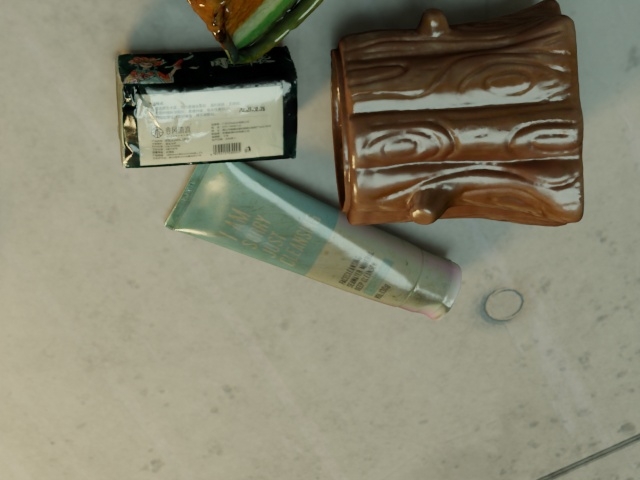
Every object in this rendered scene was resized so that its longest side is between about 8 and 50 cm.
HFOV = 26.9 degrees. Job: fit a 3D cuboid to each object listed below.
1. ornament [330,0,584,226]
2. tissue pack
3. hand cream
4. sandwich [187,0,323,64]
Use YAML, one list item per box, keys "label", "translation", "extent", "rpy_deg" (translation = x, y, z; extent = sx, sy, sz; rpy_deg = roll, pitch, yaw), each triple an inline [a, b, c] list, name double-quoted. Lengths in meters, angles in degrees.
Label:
- label: "ornament"
  translation: [0.124, -0.103, 1.276]
  extent: [0.218, 0.221, 0.235]
  rpy_deg: [-4, 152, -3]
- label: "tissue pack"
  translation: [-0.110, -0.128, 1.284]
  extent: [0.170, 0.090, 0.103]
  rpy_deg: [-4, 125, -9]
- label: "hand cream"
  translation: [0.000, 0.000, 1.409]
  extent: [0.312, 0.070, 0.111]
  rpy_deg: [20, 122, -17]
- label: "sandwich"
  translation: [-0.050, -0.286, 1.132]
  extent: [0.212, 0.109, 0.292]
  rpy_deg: [-16, 144, -39]
